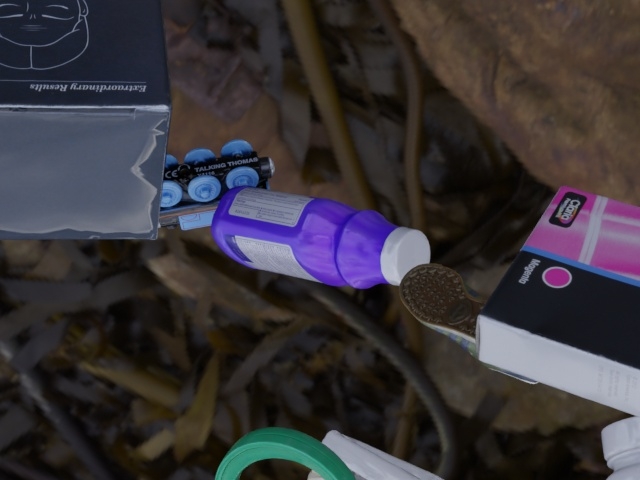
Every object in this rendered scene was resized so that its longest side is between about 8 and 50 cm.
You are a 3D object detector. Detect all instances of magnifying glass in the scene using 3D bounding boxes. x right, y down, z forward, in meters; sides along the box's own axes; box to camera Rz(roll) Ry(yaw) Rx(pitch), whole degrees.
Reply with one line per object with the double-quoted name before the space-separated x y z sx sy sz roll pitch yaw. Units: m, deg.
"magnifying glass" 0.014 0.218 0.824 0.092 0.026 0.231 -26 102 27

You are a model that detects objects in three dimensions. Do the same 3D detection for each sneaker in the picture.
"sneaker" 0.157 0.090 1.305 0.086 0.064 0.192 50 168 -33

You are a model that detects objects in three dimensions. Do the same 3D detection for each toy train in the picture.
"toy train" -0.147 -0.063 1.660 0.184 0.080 0.105 -11 136 -3

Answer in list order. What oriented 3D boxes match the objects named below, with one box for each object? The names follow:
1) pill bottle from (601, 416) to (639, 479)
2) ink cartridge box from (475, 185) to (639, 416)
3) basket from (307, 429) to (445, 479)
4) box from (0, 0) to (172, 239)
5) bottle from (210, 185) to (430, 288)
"pill bottle" 0.459 0.379 1.698 0.160 0.283 0.160 -4 157 -2
"ink cartridge box" 0.326 0.078 1.021 0.371 0.175 0.069 20 140 23
"basket" 0.068 0.224 0.951 0.167 0.103 0.113 29 175 -41
"box" -0.336 -0.210 1.505 0.294 0.395 0.212 0 137 -12
"bottle" 0.000 0.000 1.534 0.283 0.092 0.118 11 161 42
